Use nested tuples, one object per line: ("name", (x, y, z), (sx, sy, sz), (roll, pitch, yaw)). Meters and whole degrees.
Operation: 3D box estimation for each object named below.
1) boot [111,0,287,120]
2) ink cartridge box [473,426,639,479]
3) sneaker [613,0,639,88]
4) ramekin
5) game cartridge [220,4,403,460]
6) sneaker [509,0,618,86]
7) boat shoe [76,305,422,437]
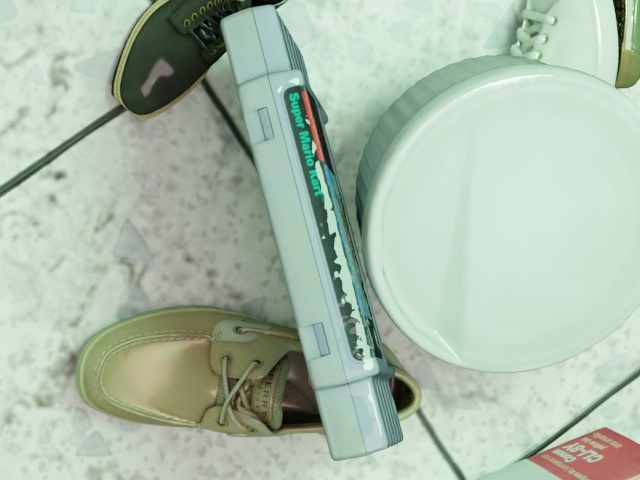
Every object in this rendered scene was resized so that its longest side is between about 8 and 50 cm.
("boot", (-0.091, -0.181, 1.558), (0.077, 0.137, 0.198), (39, 87, -19))
("ink cartridge box", (0.161, 0.376, 1.719), (0.384, 0.160, 0.279), (-20, 104, -14))
("sneaker", (0.307, -0.235, 1.712), (0.086, 0.064, 0.192), (-1, 96, -12))
("ramekin", (0.152, -0.033, 1.579), (0.273, 0.127, 0.273), (-6, 113, -14))
("game cartridge", (0.000, 0.000, 1.516), (0.068, 0.230, 0.355), (-15, 84, 0))
("sneaker", (0.189, -0.131, 1.671), (0.123, 0.106, 0.290), (-1, 101, -20))
("boat shoe", (-0.060, 0.122, 1.639), (0.302, 0.098, 0.109), (6, 97, -18))
